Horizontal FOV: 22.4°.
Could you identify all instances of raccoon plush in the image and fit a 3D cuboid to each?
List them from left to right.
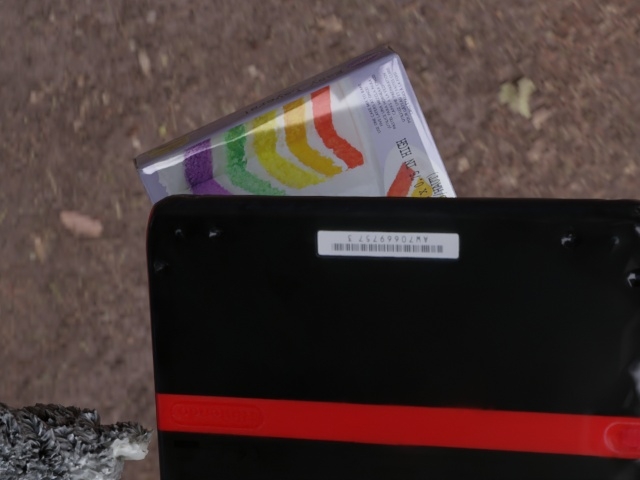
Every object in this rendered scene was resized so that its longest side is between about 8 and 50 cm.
[{"bbox_3d":[-0.338,0.181,1.729,0.299,0.216,0.446,-39,145,-38],"label":"raccoon plush"}]

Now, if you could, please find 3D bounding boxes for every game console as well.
[{"bbox_3d":[0.059,0.136,1.170,0.387,0.060,0.342,1,97,19],"label":"game console"}]

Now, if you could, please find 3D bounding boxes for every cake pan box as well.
[{"bbox_3d":[0.000,0.000,1.396,0.246,0.070,0.267,-22,106,-2],"label":"cake pan box"}]
